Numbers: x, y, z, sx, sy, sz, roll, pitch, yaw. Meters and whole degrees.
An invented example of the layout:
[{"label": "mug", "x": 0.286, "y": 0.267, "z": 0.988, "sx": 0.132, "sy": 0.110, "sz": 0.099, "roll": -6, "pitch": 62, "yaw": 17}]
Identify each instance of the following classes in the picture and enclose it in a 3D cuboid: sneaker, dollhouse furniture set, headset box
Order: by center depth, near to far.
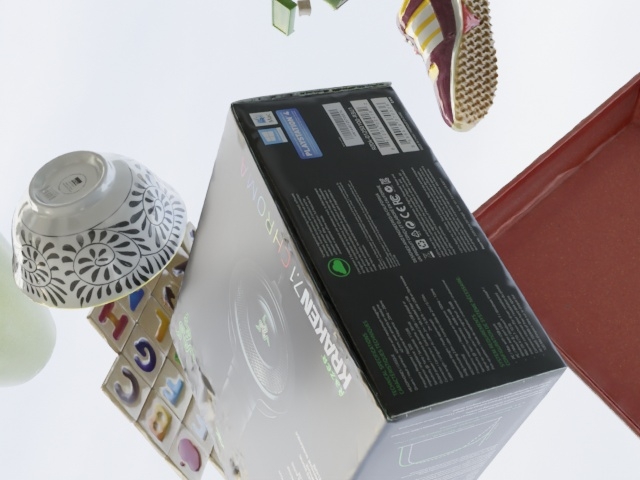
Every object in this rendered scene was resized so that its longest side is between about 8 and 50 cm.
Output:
[{"label": "headset box", "x": 0.006, "y": 0.078, "z": 0.753, "sx": 0.131, "sy": 0.283, "sz": 0.246, "roll": -11, "pitch": -123, "yaw": -26}, {"label": "sneaker", "x": 0.116, "y": -0.188, "z": 1.012, "sx": 0.084, "sy": 0.069, "sz": 0.186, "roll": -9, "pitch": -104, "yaw": 43}, {"label": "dollhouse furniture set", "x": -0.011, "y": -0.362, "z": 1.530, "sx": 0.076, "sy": 0.058, "sz": 0.151, "roll": 39, "pitch": -117, "yaw": 17}]

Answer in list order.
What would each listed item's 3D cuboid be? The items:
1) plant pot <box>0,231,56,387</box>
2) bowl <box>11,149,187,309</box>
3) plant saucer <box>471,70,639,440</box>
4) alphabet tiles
[{"label": "plant pot", "x": -0.516, "y": 0.102, "z": 1.520, "sx": 0.274, "sy": 0.293, "sz": 0.275, "roll": -9, "pitch": -118, "yaw": 17}, {"label": "bowl", "x": -0.211, "y": -0.028, "z": 0.951, "sx": 0.170, "sy": 0.080, "sz": 0.170, "roll": -9, "pitch": -136, "yaw": 9}, {"label": "plant saucer", "x": 0.267, "y": 0.025, "z": 0.838, "sx": 0.258, "sy": 0.048, "sz": 0.259, "roll": -38, "pitch": -103, "yaw": -23}, {"label": "alphabet tiles", "x": -0.159, "y": 0.129, "z": 1.314, "sx": 0.011, "sy": 0.285, "sz": 0.342, "roll": -24, "pitch": -155, "yaw": 25}]
